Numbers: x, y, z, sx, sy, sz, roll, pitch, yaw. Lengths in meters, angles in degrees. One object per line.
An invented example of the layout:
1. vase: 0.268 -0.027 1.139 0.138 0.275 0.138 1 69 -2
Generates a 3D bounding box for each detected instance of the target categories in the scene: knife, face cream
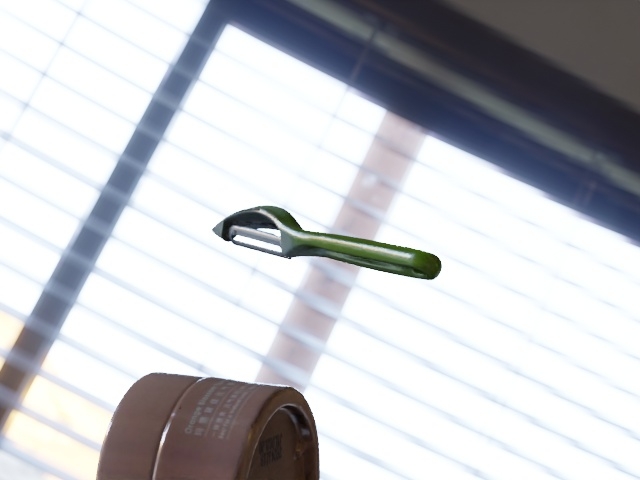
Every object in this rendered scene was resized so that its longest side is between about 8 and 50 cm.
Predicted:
1. knife: 0.000 0.000 0.935 0.022 0.026 0.184 21 -5 -37
2. face cream: -0.074 0.167 1.267 0.104 0.149 0.149 5 -30 21
